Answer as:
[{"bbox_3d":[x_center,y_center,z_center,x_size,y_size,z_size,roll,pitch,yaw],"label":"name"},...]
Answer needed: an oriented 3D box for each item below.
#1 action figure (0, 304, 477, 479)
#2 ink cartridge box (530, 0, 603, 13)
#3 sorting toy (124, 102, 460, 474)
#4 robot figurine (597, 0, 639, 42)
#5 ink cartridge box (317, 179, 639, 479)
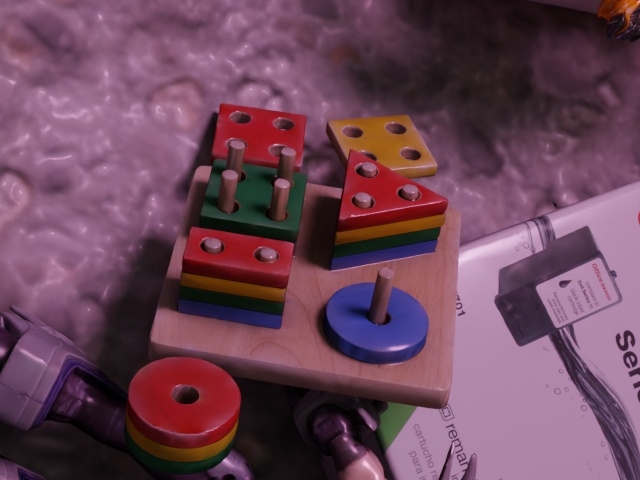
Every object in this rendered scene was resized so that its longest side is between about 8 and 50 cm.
[{"bbox_3d":[-0.052,0.122,0.724,0.285,0.099,0.185,26,87,-1],"label":"action figure"},{"bbox_3d":[0.147,-0.251,0.911,0.160,0.092,0.219,6,76,-20],"label":"ink cartridge box"},{"bbox_3d":[0.000,0.000,0.735,0.132,0.046,0.274,10,38,0],"label":"sorting toy"},{"bbox_3d":[0.165,-0.246,0.819,0.211,0.085,0.291,7,77,-19],"label":"robot figurine"},{"bbox_3d":[0.102,0.070,0.827,0.208,0.087,0.153,-20,88,-25],"label":"ink cartridge box"}]
